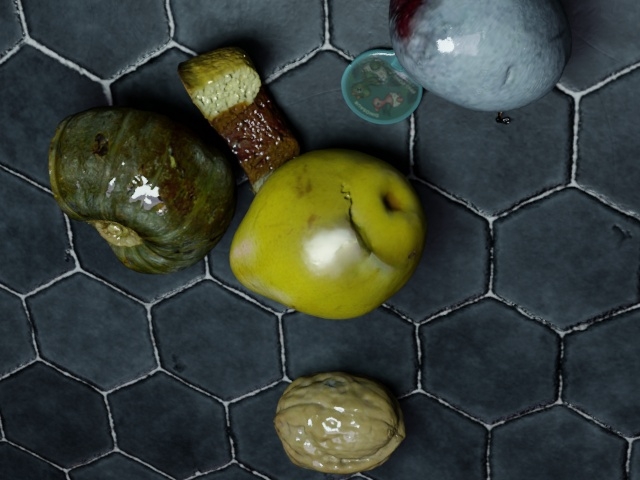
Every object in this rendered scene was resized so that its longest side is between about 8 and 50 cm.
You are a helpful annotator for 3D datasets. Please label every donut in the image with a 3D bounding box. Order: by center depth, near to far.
[{"bbox_3d":[-0.128,-0.210,1.759,0.112,0.151,0.295,-28,143,1],"label":"donut"}]

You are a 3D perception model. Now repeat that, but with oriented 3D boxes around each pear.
[{"bbox_3d":[0.012,0.006,1.784,0.285,0.285,0.336,26,141,-3],"label":"pear"}]

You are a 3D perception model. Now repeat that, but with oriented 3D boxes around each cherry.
[{"bbox_3d":[0.211,-0.297,1.540,0.296,0.255,0.218,30,117,-25],"label":"cherry"}]

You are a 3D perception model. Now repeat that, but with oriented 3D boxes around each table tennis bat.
[{"bbox_3d":[0.112,-0.260,1.725,0.124,0.033,0.201,30,129,-8],"label":"table tennis bat"}]

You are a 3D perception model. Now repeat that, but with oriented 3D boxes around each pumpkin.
[{"bbox_3d":[-0.242,-0.095,1.792,0.232,0.242,0.325,-8,150,25],"label":"pumpkin"}]

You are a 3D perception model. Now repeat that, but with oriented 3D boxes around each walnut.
[{"bbox_3d":[0.033,0.325,2.027,0.245,0.198,0.198,7,123,14],"label":"walnut"}]

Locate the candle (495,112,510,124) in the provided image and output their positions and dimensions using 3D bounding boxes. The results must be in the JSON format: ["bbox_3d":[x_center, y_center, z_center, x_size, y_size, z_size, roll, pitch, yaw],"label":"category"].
[{"bbox_3d":[0.228,-0.233,1.715,0.021,0.026,0.167,-33,109,34],"label":"candle"}]
